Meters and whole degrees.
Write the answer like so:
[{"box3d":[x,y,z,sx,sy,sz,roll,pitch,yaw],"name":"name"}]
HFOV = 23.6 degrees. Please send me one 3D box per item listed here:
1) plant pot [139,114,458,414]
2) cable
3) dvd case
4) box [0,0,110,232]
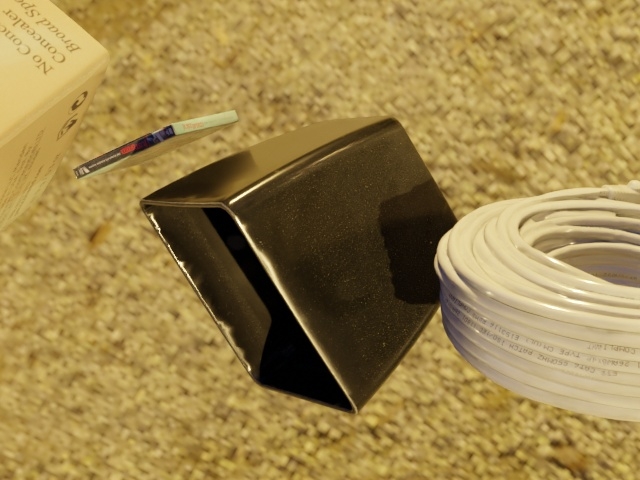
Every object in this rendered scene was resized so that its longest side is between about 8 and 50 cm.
[{"box3d":[0.000,0.000,1.189,0.167,0.188,0.187,-39,18,-20],"name":"plant pot"},{"box3d":[0.205,0.040,1.066,0.257,0.257,0.089,-131,42,-61],"name":"cable"},{"box3d":[-0.139,-0.081,1.291,0.119,0.087,0.013,-21,89,35],"name":"dvd case"},{"box3d":[-0.245,-0.014,0.634,0.311,0.148,0.121,-50,-1,-44],"name":"box"}]
